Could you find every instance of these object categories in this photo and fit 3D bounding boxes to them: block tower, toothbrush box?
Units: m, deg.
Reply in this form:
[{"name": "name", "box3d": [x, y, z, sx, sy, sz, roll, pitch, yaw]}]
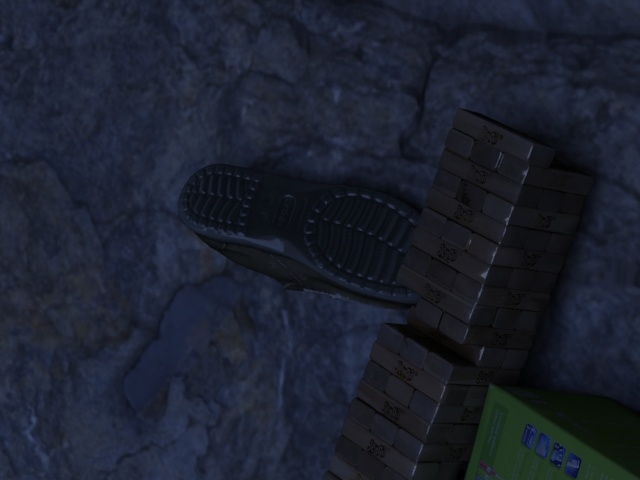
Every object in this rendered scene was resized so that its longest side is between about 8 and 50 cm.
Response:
[{"name": "block tower", "box3d": [0.112, 0.070, 1.324, 0.091, 0.097, 0.335, 29, 106, 42]}, {"name": "toothbrush box", "box3d": [0.217, 0.250, 1.217, 0.283, 0.122, 0.206, -149, 70, -64]}]

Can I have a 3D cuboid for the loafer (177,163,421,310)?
[{"name": "loafer", "box3d": [0.000, 0.000, 1.426, 0.251, 0.087, 0.094, 20, 71, 17]}]
